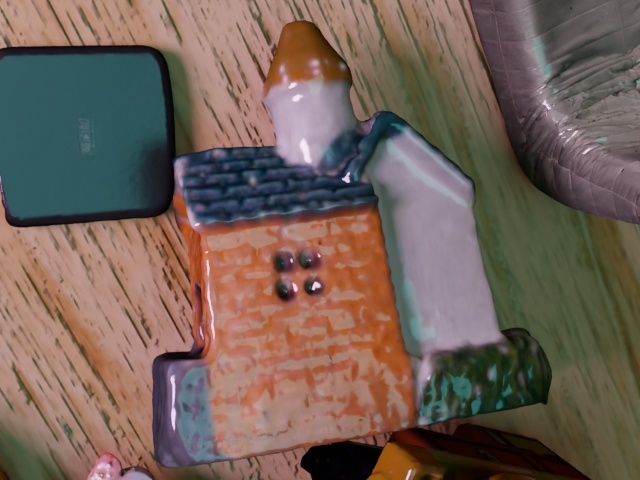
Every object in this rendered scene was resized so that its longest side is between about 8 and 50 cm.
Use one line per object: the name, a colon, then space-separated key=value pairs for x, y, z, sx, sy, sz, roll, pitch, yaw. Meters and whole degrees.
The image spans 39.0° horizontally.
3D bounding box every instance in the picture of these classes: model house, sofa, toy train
model house: x=0.000 y=0.000 z=0.656 sx=0.272 sy=0.190 sz=0.300 roll=-7 pitch=88 yaw=-13
sofa: x=0.244 y=-0.153 z=0.680 sx=0.210 sy=0.176 sz=0.225 roll=-23 pitch=107 yaw=-12
toy train: x=0.137 y=0.233 z=0.674 sx=0.369 sy=0.232 sz=0.163 roll=20 pitch=98 yaw=-35

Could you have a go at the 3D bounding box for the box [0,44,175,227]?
box: x=-0.166 y=-0.075 z=0.644 sx=0.125 sy=0.027 sz=0.126 roll=-5 pitch=101 yaw=-20

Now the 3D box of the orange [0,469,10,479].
orange: x=-0.342 y=0.269 z=0.590 sx=0.262 sy=0.196 sz=0.334 roll=35 pitch=82 yaw=-35

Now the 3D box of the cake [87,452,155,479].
cake: x=-0.092 y=0.253 z=0.675 sx=0.225 sy=0.090 sz=0.109 roll=34 pitch=76 yaw=-29
